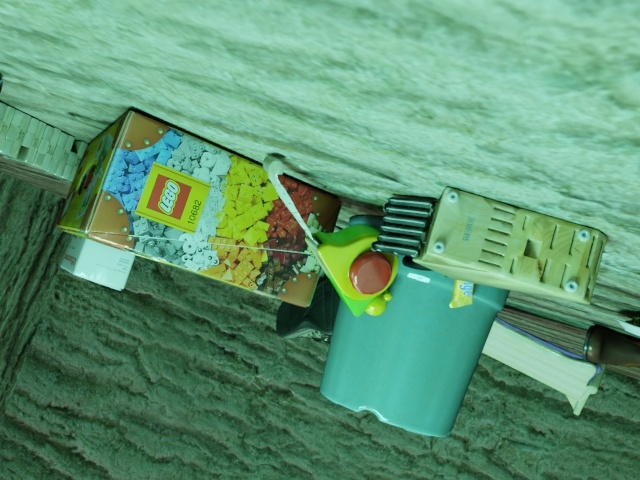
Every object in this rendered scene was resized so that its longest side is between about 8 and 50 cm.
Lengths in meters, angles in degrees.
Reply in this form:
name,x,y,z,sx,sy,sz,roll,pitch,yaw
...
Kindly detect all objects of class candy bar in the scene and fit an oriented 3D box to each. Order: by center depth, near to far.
name,x,y,z,sx,sy,sz,roll,pitch,yaw
candy bar,0.229,0.046,0.956,0.040,0.161,0.018,-10,-138,-9

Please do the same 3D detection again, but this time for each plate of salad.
name,x,y,z,sx,sy,sz,roll,pitch,yaw
plate of salad,0.666,0.180,1.169,0.199,0.048,0.200,21,-177,-1

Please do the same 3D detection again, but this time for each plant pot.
name,x,y,z,sx,sy,sz,roll,pitch,yaw
plant pot,0.165,0.165,1.149,0.341,0.334,0.341,19,173,2

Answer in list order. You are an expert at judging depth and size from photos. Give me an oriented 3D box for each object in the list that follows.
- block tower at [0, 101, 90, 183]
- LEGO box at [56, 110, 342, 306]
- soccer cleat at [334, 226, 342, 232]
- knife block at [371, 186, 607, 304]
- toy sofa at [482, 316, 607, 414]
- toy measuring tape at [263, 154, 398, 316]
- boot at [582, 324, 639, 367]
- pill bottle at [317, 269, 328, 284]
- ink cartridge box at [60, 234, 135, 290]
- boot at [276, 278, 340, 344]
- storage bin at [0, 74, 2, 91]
name,x,y,z,sx,sy,sz,roll,pitch,yaw
block tower,-0.606,-0.207,1.202,0.091,0.097,0.335,13,173,34
LEGO box,-0.255,-0.046,1.137,0.372,0.193,0.500,21,172,-27
soccer cleat,0.000,0.000,1.393,0.076,0.068,0.196,18,171,-22
knife block,0.210,0.011,0.840,0.275,0.088,0.242,17,174,7
toy sofa,0.596,0.301,1.696,0.362,0.177,0.150,25,-143,24
toy measuring tape,0.036,-0.014,0.938,0.121,0.121,0.330,10,138,50
boot,0.803,0.288,1.470,0.264,0.096,0.280,25,170,-42
pill bottle,0.014,0.091,1.660,0.278,0.162,0.162,24,171,-41
ink cartridge box,-0.486,-0.042,1.412,0.117,0.278,0.201,21,172,-30
boot,0.093,0.204,1.547,0.284,0.138,0.377,18,154,-32
storage bin,-0.542,-0.182,0.858,0.084,0.180,0.122,18,173,4
